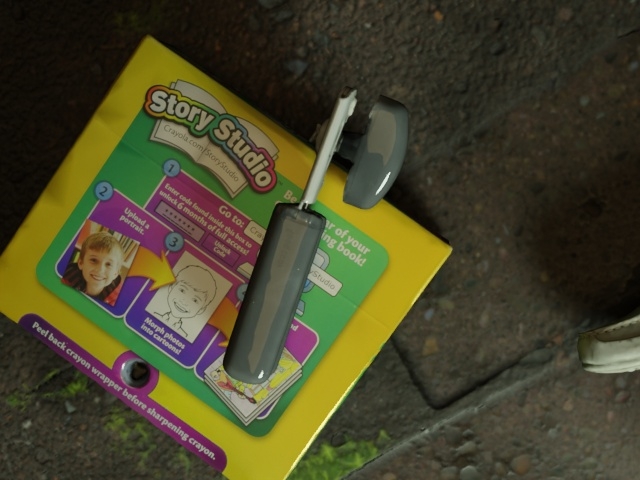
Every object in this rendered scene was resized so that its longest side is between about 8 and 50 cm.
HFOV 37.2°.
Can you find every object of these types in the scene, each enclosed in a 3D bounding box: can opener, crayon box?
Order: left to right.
[{"bbox_3d":[-0.104,0.026,0.962,0.363,0.106,0.313,36,95,3],"label":"crayon box"},{"bbox_3d":[0.000,0.000,0.859,0.095,0.076,0.284,19,95,5],"label":"can opener"}]

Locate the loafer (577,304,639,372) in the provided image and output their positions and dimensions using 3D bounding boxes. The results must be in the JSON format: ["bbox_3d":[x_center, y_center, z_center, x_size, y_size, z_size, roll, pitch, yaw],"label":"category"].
[{"bbox_3d":[0.388,0.035,0.909,0.319,0.112,0.112,-23,85,-1],"label":"loafer"}]
